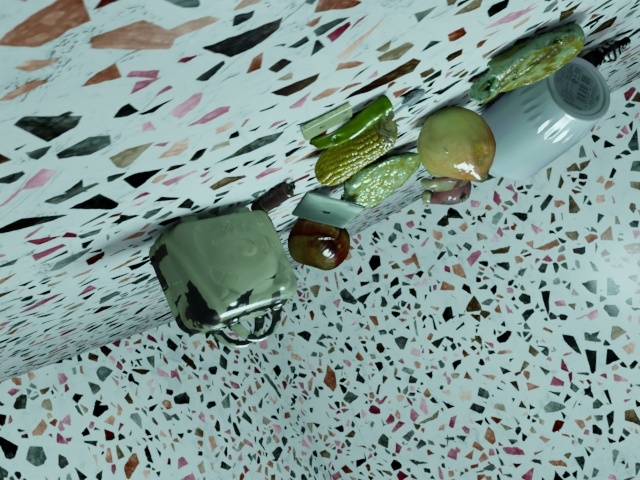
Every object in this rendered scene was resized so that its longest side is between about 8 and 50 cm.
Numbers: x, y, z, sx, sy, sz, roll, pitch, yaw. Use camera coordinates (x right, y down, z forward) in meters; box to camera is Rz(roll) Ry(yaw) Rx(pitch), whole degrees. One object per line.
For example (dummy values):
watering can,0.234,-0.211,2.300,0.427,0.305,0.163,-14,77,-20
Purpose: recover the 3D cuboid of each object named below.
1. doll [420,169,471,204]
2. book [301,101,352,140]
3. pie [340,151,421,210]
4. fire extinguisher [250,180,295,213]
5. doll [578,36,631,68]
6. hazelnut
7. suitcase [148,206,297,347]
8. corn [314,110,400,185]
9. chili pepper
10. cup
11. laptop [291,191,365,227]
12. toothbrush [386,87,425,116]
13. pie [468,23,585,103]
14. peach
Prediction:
doll,0.389,-0.237,2.137,0.152,0.256,0.196,2,-143,15
book,0.013,-0.242,1.410,0.111,0.014,0.077,-27,173,0
pie,0.187,-0.195,2.164,0.274,0.105,0.257,-26,165,-4
fire extinguisher,-0.114,-0.118,1.830,0.157,0.045,0.078,-31,-160,34
doll,0.819,-0.541,2.050,0.219,0.067,0.091,-31,172,-11
hazelnut,0.000,0.000,2.560,0.229,0.229,0.229,-26,174,-3
suitcase,-0.216,0.096,1.727,0.194,0.339,0.351,-30,169,40
corn,0.073,-0.208,1.601,0.106,0.106,0.293,-22,176,-36
chili pepper,0.064,-0.240,1.468,0.201,0.050,0.052,-28,174,19
cup,0.635,-0.355,2.013,0.253,0.253,0.371,-24,170,-24
laptop,0.020,-0.095,2.215,0.187,0.015,0.269,13,165,-10
toothbrush,0.121,-0.263,1.647,0.029,0.024,0.354,-14,167,-41
pie,0.495,-0.423,1.669,0.302,0.067,0.302,-25,172,-4
peach,0.374,-0.250,1.886,0.232,0.232,0.232,-26,174,-3
